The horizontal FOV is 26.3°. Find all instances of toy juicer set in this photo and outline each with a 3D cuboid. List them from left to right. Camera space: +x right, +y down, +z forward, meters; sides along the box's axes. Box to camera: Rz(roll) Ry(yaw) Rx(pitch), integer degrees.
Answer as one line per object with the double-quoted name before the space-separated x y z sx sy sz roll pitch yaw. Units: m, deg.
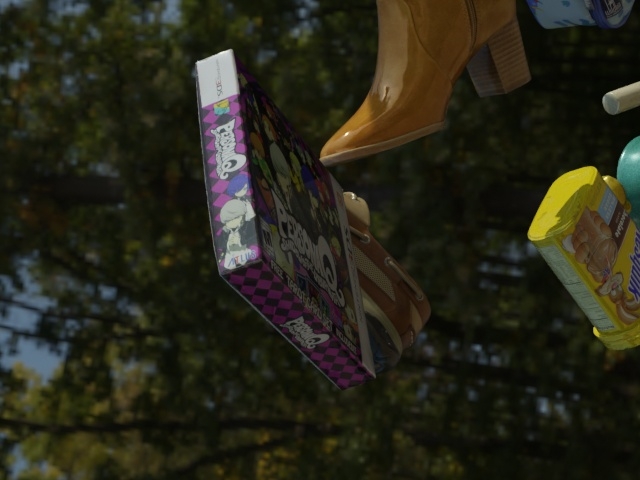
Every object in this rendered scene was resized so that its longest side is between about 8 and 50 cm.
"toy juicer set" 0.411 -0.077 1.762 0.209 0.089 0.328 3 -100 -31

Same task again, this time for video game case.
"video game case" -0.028 -0.012 1.144 0.232 0.042 0.210 49 -155 -52

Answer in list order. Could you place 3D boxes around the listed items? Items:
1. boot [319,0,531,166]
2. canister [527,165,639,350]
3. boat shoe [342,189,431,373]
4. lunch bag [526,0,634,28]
"boot" 0.080 -0.214 1.395 0.295 0.104 0.211 -29 -78 -30
"canister" 0.309 0.018 1.507 0.170 0.073 0.126 50 -132 -22
"boat shoe" 0.000 0.000 1.559 0.120 0.324 0.122 -38 0 -31
"lunch bag" 0.241 -0.310 1.223 0.219 0.090 0.176 -61 -41 -28
